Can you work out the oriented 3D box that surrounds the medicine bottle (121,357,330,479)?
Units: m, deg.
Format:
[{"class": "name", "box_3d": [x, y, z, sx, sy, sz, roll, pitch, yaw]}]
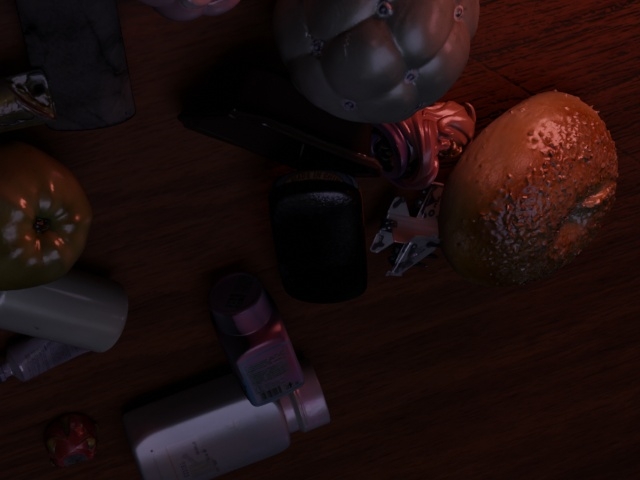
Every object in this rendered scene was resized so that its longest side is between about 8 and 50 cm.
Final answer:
[{"class": "medicine bottle", "box_3d": [-0.140, 0.276, 2.133, 0.296, 0.111, 0.161, -20, 136, -6]}]

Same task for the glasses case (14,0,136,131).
[{"class": "glasses case", "box_3d": [-0.286, -0.258, 1.610, 0.114, 0.060, 0.299, -8, 133, -3]}]

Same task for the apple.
[{"class": "apple", "box_3d": [-0.370, -0.029, 1.693, 0.200, 0.200, 0.200, -13, 134, -14]}]

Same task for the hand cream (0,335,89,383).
[{"class": "hand cream", "box_3d": [-0.384, 0.152, 1.954, 0.142, 0.053, 0.084, -28, 138, -21]}]

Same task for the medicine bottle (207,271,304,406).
[{"class": "medicine bottle", "box_3d": [-0.097, 0.133, 2.013, 0.094, 0.119, 0.188, -25, 136, -6]}]

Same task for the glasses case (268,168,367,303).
[{"class": "glasses case", "box_3d": [0.000, 0.000, 1.919, 0.122, 0.082, 0.321, -4, 151, 2]}]

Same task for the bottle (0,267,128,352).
[{"class": "bottle", "box_3d": [-0.377, 0.072, 1.838, 0.245, 0.104, 0.104, 20, 119, -37]}]

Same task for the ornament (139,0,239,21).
[{"class": "ornament", "box_3d": [-0.144, -0.326, 1.548, 0.177, 0.177, 0.177, -13, 134, -14]}]

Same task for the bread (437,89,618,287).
[{"class": "bread", "box_3d": [0.299, -0.061, 1.958, 0.305, 0.159, 0.305, -31, 139, -31]}]

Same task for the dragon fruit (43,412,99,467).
[{"class": "dragon fruit", "box_3d": [-0.364, 0.291, 2.075, 0.083, 0.056, 0.060, -13, 135, -13]}]

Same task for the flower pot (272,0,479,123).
[{"class": "flower pot", "box_3d": [0.063, -0.255, 1.660, 0.246, 0.246, 0.195, -2, 128, -24]}]

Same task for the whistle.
[{"class": "whistle", "box_3d": [-0.467, -0.134, 1.615, 0.326, 0.057, 0.068, -12, 120, -7]}]

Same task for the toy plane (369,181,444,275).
[{"class": "toy plane", "box_3d": [0.161, -0.014, 2.046, 0.234, 0.082, 0.160, 3, 119, -46]}]

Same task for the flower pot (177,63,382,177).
[{"class": "flower pot", "box_3d": [-0.040, -0.153, 1.771, 0.251, 0.179, 0.084, 20, 81, -36]}]

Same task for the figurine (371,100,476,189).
[{"class": "figurine", "box_3d": [0.142, -0.136, 1.892, 0.157, 0.126, 0.114, -20, 175, -6]}]
